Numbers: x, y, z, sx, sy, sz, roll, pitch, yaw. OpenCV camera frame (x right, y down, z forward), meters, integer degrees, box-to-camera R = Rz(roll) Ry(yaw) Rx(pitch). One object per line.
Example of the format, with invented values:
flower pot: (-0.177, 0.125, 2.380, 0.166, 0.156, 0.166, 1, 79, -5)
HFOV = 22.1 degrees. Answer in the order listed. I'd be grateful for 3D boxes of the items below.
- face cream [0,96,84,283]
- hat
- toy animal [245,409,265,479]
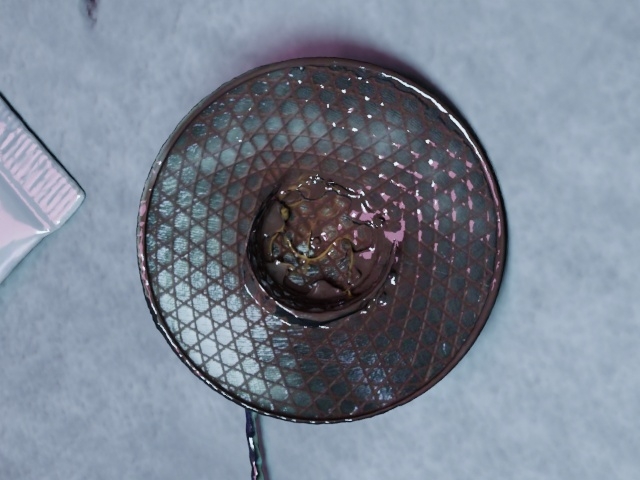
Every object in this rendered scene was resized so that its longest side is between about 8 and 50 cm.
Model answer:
face cream: (-0.349, 0.032, 1.121, 0.235, 0.137, 0.420, 49, 113, 15)
hat: (0.000, 0.000, 0.882, 0.193, 0.082, 0.193, 0, 90, -1)
toy animal: (-0.006, 0.188, 0.951, 0.079, 0.070, 0.253, -21, 77, 2)
